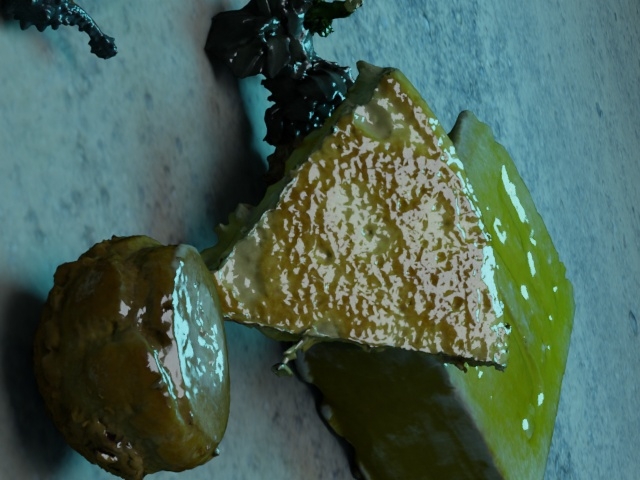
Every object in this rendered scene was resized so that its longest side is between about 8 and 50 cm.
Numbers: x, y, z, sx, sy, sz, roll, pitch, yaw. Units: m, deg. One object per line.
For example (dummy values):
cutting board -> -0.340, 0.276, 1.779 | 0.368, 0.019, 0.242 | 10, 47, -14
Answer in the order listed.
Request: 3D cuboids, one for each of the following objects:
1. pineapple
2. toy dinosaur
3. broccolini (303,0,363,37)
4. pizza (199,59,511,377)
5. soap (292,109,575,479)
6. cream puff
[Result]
pineapple -> -0.017, -0.111, 1.260 | 0.119, 0.111, 0.237 | -33, 104, -81
toy dinosaur -> -0.187, -0.167, 0.985 | 0.154, 0.049, 0.055 | 38, 44, -48
broccolini -> 0.003, -0.207, 1.300 | 0.218, 0.044, 0.042 | -157, -117, -81
pizza -> 0.000, 0.000, 1.164 | 0.287, 0.075, 0.280 | -13, 86, -24
soap -> 0.121, 0.082, 1.418 | 0.293, 0.156, 0.335 | 63, 32, -30
cream puff -> -0.124, 0.077, 0.945 | 0.165, 0.115, 0.150 | -89, 161, -44
